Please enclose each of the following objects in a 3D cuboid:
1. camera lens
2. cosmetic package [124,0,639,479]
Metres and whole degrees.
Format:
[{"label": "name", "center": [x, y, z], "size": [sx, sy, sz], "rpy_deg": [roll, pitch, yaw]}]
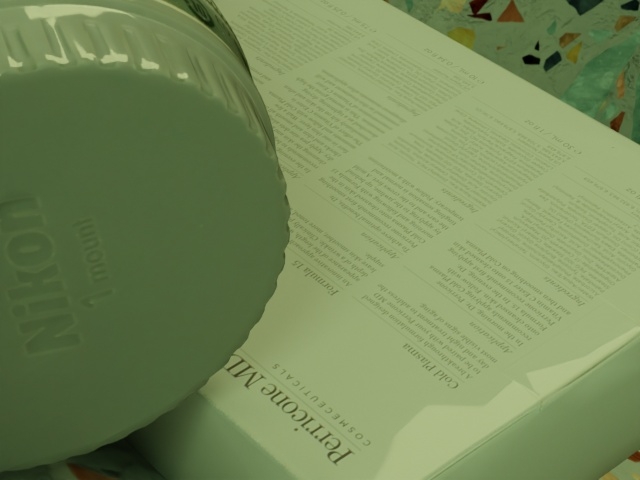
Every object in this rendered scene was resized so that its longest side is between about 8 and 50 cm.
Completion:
[{"label": "camera lens", "center": [-0.153, -0.067, 0.652], "size": [0.219, 0.219, 0.274], "rpy_deg": [22, 25, -41]}, {"label": "cosmetic package", "center": [0.000, 0.000, 0.803], "size": [0.284, 0.097, 0.377], "rpy_deg": [-27, 45, -31]}]
